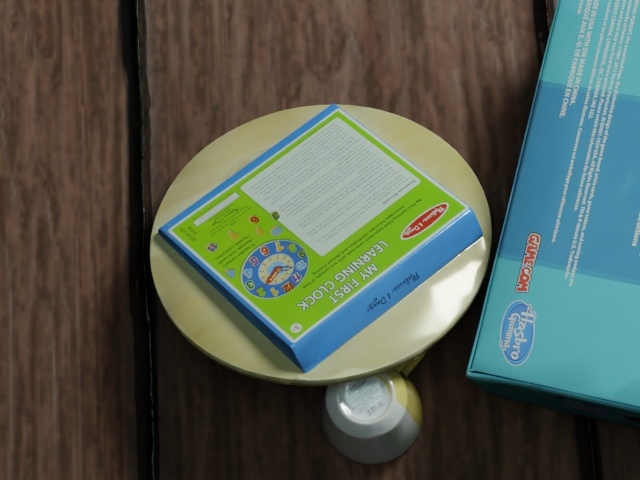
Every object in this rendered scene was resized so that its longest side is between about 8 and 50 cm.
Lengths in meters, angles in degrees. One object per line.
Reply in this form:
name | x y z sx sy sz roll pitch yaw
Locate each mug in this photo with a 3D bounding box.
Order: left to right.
mug | 0.029 0.090 1.021 0.062 0.064 0.078 6 76 7

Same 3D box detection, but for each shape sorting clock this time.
shape sorting clock | 0.000 0.000 1.038 0.206 0.040 0.206 -5 50 6

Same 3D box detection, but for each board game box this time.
board game box | 0.278 -0.003 0.980 0.336 0.079 0.254 12 80 19
